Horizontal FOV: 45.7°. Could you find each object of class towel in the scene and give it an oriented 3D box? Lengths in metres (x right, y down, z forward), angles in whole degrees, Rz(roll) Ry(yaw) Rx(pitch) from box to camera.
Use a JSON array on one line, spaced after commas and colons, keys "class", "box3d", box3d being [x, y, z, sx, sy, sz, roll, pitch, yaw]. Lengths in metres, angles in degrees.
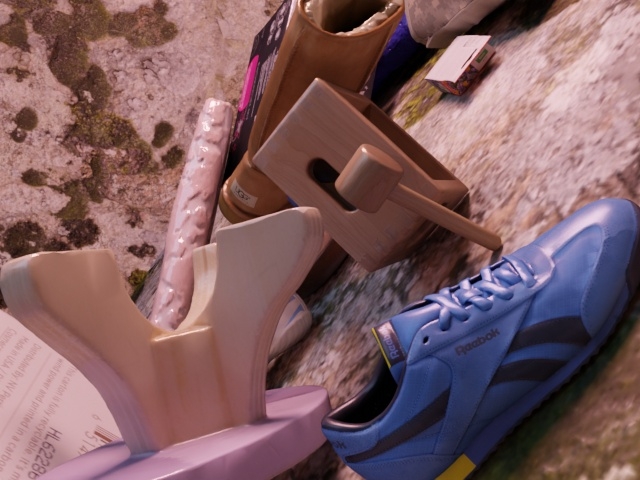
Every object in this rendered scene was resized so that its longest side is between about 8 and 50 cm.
[{"class": "towel", "box3d": [0.123, -0.317, 1.158, 0.308, 0.076, 0.228, -43, 21, 44]}, {"class": "towel", "box3d": [-0.185, 0.011, 1.068, 0.317, 0.053, 0.332, 126, 154, -73]}]

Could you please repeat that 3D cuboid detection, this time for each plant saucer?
[{"class": "plant saucer", "box3d": [0.000, 0.000, 0.880, 0.199, 0.036, 0.199, -50, 14, 17]}]

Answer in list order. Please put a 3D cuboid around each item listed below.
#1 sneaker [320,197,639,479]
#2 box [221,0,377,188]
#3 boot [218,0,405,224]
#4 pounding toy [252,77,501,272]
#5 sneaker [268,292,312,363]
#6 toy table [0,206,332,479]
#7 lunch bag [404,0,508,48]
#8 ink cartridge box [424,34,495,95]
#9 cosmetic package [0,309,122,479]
[{"class": "sneaker", "box3d": [0.084, 0.050, 0.407, 0.209, 0.082, 0.069, -50, 13, 11]}, {"class": "box", "box3d": [-0.023, -0.182, 1.038, 0.163, 0.142, 0.247, -23, 54, 63]}, {"class": "boot", "box3d": [0.016, -0.144, 0.735, 0.236, 0.089, 0.269, -49, -7, -41]}, {"class": "pounding toy", "box3d": [0.039, -0.027, 0.570, 0.094, 0.181, 0.206, -50, -12, 17]}, {"class": "sneaker", "box3d": [-0.108, 0.134, 0.784, 0.237, 0.086, 0.085, -47, -18, 8]}, {"class": "toy table", "box3d": [-0.099, 0.082, 0.525, 0.252, 0.161, 0.274, -14, -4, 14]}, {"class": "lunch bag", "box3d": [0.188, -0.379, 0.865, 0.235, 0.168, 0.287, 172, 104, -76]}, {"class": "ink cartridge box", "box3d": [0.158, -0.192, 0.834, 0.063, 0.029, 0.115, -52, 15, 7]}, {"class": "cosmetic package", "box3d": [-0.320, 0.311, 0.599, 0.394, 0.327, 0.329, -53, 14, 10]}]
